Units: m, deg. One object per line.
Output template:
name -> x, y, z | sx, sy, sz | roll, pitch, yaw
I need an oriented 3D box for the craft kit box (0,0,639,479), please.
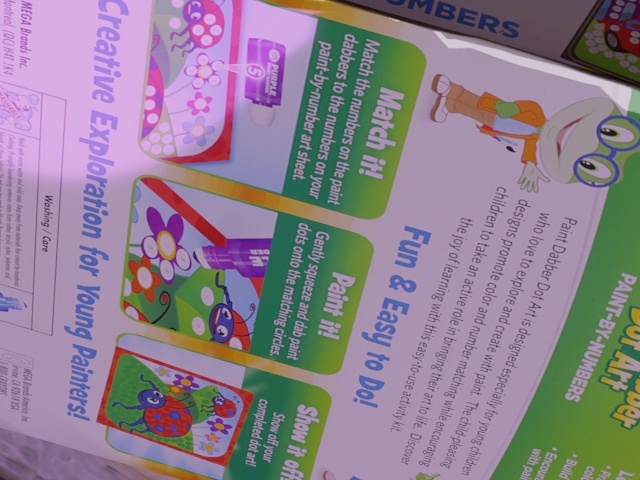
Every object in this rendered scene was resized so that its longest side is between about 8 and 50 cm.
craft kit box -> 0.000, 0.000, 0.556 | 0.246, 0.061, 0.250 | 19, 141, 4
